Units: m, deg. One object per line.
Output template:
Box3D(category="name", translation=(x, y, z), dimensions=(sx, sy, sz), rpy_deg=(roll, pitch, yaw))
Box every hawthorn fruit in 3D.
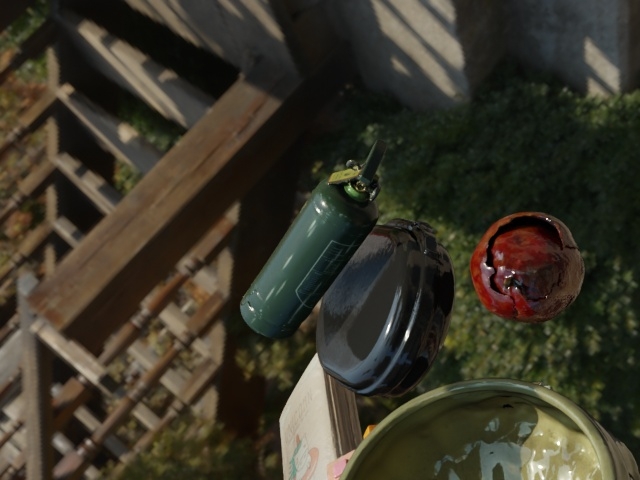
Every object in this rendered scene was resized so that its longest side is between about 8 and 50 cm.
Box3D(category="hawthorn fruit", translation=(0.257, 0.039, 1.280), dimensions=(0.148, 0.148, 0.172), rpy_deg=(36, -152, 22))

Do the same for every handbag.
Box3D(category="handbag", translation=(0.091, 0.093, 1.415), dimensions=(0.093, 0.253, 0.308), rpy_deg=(20, 178, -18))

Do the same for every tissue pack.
Box3D(category="tissue pack", translation=(0.000, 0.327, 1.536), dimensions=(0.071, 0.170, 0.325), rpy_deg=(19, -153, -16))

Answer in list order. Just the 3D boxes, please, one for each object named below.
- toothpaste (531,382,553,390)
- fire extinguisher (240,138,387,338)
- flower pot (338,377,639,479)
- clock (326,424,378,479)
Box3D(category="toothpaste", translation=(0.265, 0.195, 1.299), dimensions=(0.027, 0.019, 0.083), rpy_deg=(21, 157, -39))
Box3D(category="fire extinguisher", translation=(0.000, 0.000, 1.376), dimensions=(0.095, 0.114, 0.311), rpy_deg=(31, 125, -6))
Box3D(category="flower pot", translation=(0.180, 0.308, 0.981), dimensions=(0.307, 0.307, 0.244), rpy_deg=(26, 156, 47))
Box3D(category="clock", translation=(0.142, 0.332, 1.294), dimensions=(0.255, 0.220, 0.106), rpy_deg=(49, -162, -28))
